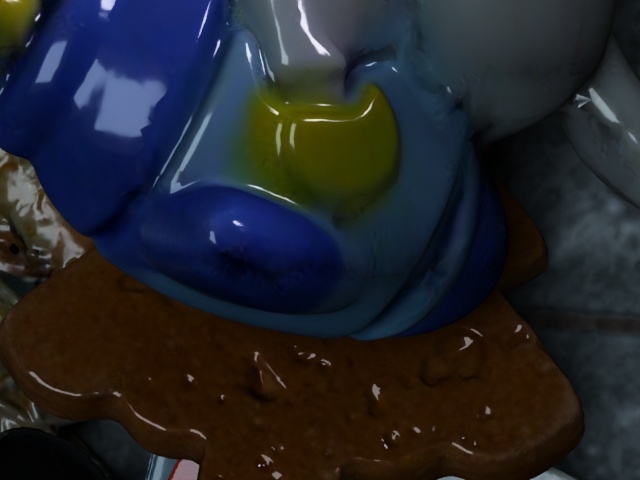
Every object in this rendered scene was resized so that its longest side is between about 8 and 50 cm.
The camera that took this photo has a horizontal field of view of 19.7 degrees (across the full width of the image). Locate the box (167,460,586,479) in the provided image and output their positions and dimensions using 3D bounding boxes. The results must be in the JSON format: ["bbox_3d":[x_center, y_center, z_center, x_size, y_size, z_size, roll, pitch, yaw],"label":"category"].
[{"bbox_3d":[0.044,0.149,0.919,0.245,0.035,0.139,26,92,10],"label":"box"}]

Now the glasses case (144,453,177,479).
[{"bbox_3d":[-0.038,0.117,0.982,0.105,0.056,0.266,13,93,-2],"label":"glasses case"}]

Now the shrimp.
[{"bbox_3d":[-0.166,0.045,1.028,0.164,0.062,0.316,-31,78,10],"label":"shrimp"}]

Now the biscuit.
[{"bbox_3d":[0.000,0.000,0.916,0.284,0.043,0.306,11,63,2],"label":"biscuit"}]

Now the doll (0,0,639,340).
[{"bbox_3d":[-0.001,-0.086,0.823,0.366,0.187,0.376,-35,80,-16],"label":"doll"}]

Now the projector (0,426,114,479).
[{"bbox_3d":[-0.243,0.227,0.990,0.337,0.108,0.108,-38,74,27],"label":"projector"}]
